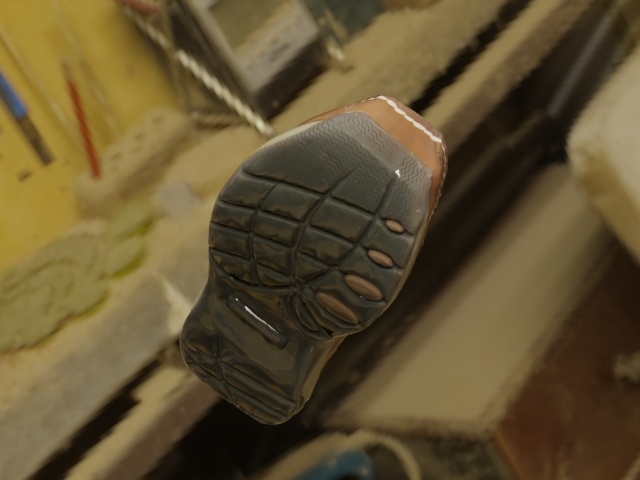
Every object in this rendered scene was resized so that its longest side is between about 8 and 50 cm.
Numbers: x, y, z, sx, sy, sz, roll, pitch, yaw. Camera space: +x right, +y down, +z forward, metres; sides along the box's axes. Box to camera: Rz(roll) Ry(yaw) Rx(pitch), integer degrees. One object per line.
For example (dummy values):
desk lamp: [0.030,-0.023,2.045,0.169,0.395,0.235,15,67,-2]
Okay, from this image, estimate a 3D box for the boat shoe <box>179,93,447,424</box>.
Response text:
boat shoe: [0.000,0.000,1.021,0.120,0.122,0.324,-47,-3,-33]
